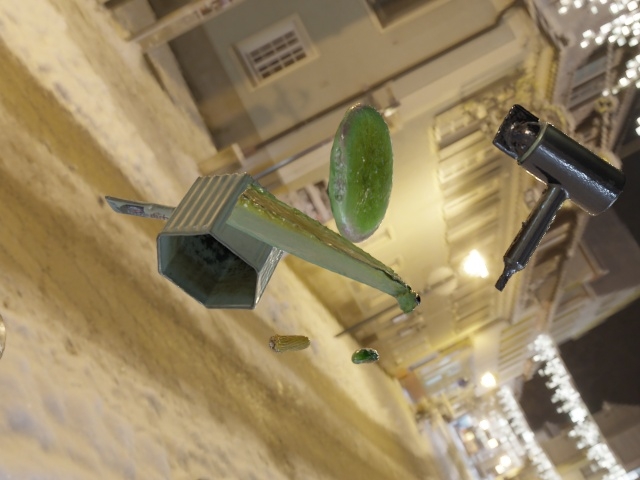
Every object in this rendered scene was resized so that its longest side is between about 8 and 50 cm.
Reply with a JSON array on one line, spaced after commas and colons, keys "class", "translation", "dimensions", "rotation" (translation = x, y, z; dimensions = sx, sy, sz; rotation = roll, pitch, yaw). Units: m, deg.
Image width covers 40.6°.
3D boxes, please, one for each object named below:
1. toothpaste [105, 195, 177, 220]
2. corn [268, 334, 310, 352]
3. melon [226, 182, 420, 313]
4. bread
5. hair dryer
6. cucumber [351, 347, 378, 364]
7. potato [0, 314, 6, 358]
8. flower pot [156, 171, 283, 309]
[{"class": "toothpaste", "translation": [-0.441, -0.078, 2.187], "dimensions": [0.060, 0.234, 0.038], "rotation": [71, 36, -47]}, {"class": "corn", "translation": [-0.051, 0.160, 1.349], "dimensions": [0.083, 0.027, 0.028], "rotation": [4, 20, -47]}, {"class": "melon", "translation": [0.000, 0.001, 0.909], "dimensions": [0.262, 0.053, 0.114], "rotation": [28, -10, 25]}, {"class": "bread", "translation": [0.096, -0.139, 1.818], "dimensions": [0.301, 0.045, 0.301], "rotation": [-23, 116, -61]}, {"class": "hair dryer", "translation": [0.301, -0.046, 1.259], "dimensions": [0.196, 0.248, 0.078], "rotation": [32, -6, -7]}, {"class": "cucumber", "translation": [0.106, 0.262, 1.963], "dimensions": [0.037, 0.037, 0.155], "rotation": [63, 17, 16]}, {"class": "potato", "translation": [-0.502, 0.124, 1.109], "dimensions": [0.159, 0.174, 0.251], "rotation": [49, -22, 4]}, {"class": "flower pot", "translation": [-0.189, 0.002, 1.710], "dimensions": [0.239, 0.209, 0.189], "rotation": [38, 48, -15]}]
